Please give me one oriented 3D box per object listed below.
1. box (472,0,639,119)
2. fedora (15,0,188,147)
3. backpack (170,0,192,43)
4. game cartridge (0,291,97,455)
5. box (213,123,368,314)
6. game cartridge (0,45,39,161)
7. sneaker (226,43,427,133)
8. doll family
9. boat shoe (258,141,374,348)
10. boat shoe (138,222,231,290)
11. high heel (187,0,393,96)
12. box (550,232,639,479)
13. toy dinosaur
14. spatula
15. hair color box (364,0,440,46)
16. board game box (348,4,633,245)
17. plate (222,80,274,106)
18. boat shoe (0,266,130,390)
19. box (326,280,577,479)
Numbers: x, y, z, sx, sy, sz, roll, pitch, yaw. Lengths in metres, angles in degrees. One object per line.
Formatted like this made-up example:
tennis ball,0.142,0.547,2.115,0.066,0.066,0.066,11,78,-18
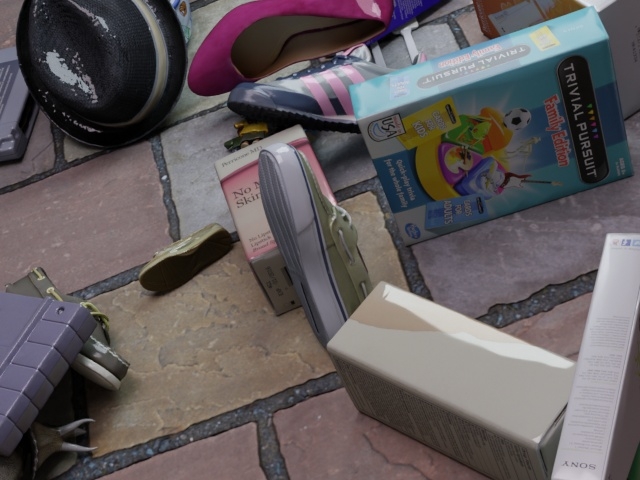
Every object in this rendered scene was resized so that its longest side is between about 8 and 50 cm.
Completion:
box,0.381,-0.368,1.857,0.168,0.215,0.345,-34,44,-9
fedora,-0.389,-0.321,2.076,0.334,0.334,0.152,-13,2,12
backpack,-0.358,-0.435,2.267,0.276,0.213,0.263,-24,54,-3
game cartridge,-0.499,0.165,1.708,0.355,0.068,0.230,6,48,36
box,-0.046,-0.033,1.789,0.149,0.127,0.232,-24,44,1
game cartridge,-0.617,-0.245,2.299,0.198,0.062,0.297,-12,45,19
sneaker,0.018,-0.234,1.875,0.319,0.112,0.131,4,85,-13
doll family,-0.071,-0.180,1.985,0.193,0.076,0.111,-4,43,13
boat shoe,0.000,0.000,1.628,0.094,0.302,0.109,-27,28,-18
boat shoe,-0.207,0.023,1.862,0.153,0.056,0.048,-34,35,-12
high heel,-0.057,-0.306,1.944,0.377,0.127,0.181,-34,40,21
box,0.326,0.186,1.340,0.058,0.232,0.322,2,50,27
toy dinosaur,-0.453,0.328,1.630,0.160,0.121,0.313,1,43,42
spatula,0.091,-0.312,2.077,0.168,0.019,0.242,-14,44,3
hair color box,0.131,-0.473,2.135,0.339,0.110,0.185,-34,44,-13
board game box,0.236,-0.147,1.682,0.336,0.254,0.079,-18,45,8
plate,-0.070,-0.247,2.003,0.188,0.024,0.188,-13,8,2
boat shoe,-0.365,0.121,1.795,0.305,0.109,0.091,26,68,44
box,0.174,0.180,1.477,0.311,0.148,0.121,23,60,36
